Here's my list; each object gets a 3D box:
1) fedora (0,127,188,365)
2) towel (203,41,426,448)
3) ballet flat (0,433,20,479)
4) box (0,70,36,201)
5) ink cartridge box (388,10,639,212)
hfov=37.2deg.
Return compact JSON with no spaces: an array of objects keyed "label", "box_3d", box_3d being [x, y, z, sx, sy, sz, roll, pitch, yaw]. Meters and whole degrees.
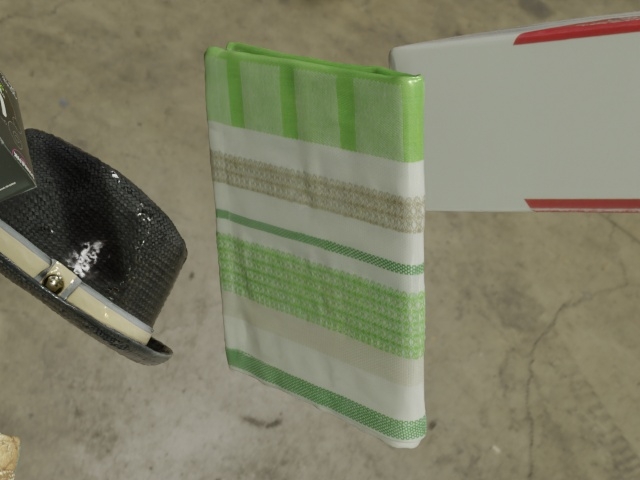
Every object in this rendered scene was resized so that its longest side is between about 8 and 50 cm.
[{"label":"fedora","box_3d":[-0.268,-0.010,1.046,0.334,0.334,0.152,35,82,10]},{"label":"towel","box_3d":[0.000,0.000,0.388,0.113,0.152,0.023,18,29,38]},{"label":"ballet flat","box_3d":[-0.361,0.157,0.848,0.206,0.073,0.067,35,53,-16]},{"label":"box","box_3d":[-0.149,-0.054,0.344,0.052,0.083,0.062,-24,52,-2]},{"label":"ink cartridge box","box_3d":[0.204,-0.102,0.674,0.197,0.114,0.273,2,16,36]}]
